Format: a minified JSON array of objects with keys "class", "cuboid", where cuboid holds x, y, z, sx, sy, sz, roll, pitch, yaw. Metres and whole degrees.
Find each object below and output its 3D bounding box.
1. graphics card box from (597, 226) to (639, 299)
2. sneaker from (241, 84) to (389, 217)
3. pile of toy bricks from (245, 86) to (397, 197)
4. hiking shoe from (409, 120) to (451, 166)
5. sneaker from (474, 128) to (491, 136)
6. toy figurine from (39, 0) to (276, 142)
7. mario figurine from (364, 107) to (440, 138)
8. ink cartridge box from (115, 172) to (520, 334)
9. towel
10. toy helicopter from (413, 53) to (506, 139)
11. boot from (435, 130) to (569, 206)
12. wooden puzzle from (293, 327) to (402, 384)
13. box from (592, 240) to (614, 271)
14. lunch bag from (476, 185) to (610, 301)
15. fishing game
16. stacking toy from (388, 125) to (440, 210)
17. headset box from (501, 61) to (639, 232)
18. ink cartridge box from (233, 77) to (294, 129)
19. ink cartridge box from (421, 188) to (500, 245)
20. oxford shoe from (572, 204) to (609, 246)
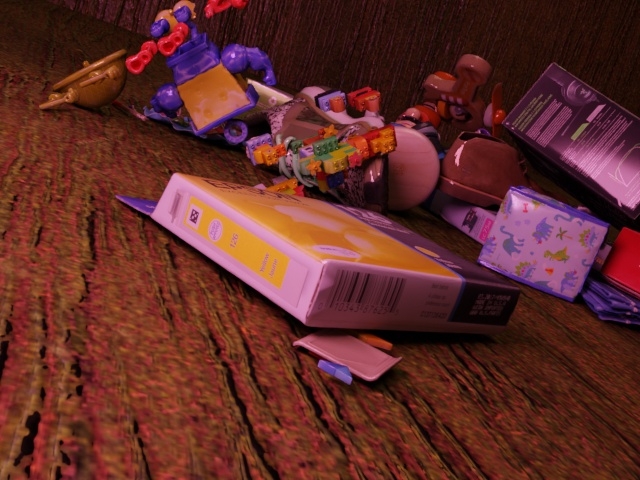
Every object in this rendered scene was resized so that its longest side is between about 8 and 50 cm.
[{"class":"graphics card box","cuboid":[0.634,0.098,1.206,0.371,0.094,0.233,18,11,-29]},{"class":"sneaker","cuboid":[-0.018,-0.126,1.242,0.182,0.158,0.410,-12,25,-15]},{"class":"pile of toy bricks","cuboid":[0.013,-0.109,0.997,0.212,0.118,0.105,-24,32,-16]},{"class":"hiking shoe","cuboid":[0.250,-0.138,1.724,0.304,0.113,0.132,25,48,-56]},{"class":"sneaker","cuboid":[0.377,-0.211,2.031,0.102,0.161,0.282,14,14,-21]},{"class":"toy figurine","cuboid":[-0.195,-0.214,1.186,0.217,0.363,0.191,58,11,-29]},{"class":"mario figurine","cuboid":[0.188,-0.268,1.928,0.198,0.170,0.320,54,27,5]},{"class":"ink cartridge box","cuboid":[0.000,0.000,0.817,0.304,0.072,0.307,7,19,-46]},{"class":"towel","cuboid":[0.531,0.118,1.254,0.336,0.040,0.243,20,12,-11]},{"class":"toy helicopter","cuboid":[0.364,-0.349,1.964,0.235,0.140,0.355,30,-11,6]},{"class":"boot","cuboid":[0.344,-0.108,1.418,0.305,0.115,0.112,13,14,-32]},{"class":"wooden puzzle","cuboid":[0.022,0.090,0.630,0.079,0.014,0.116,23,13,26]},{"class":"box","cuboid":[0.647,0.069,1.553,0.231,0.056,0.183,12,17,-33]},{"class":"lunch bag","cuboid":[0.329,0.003,1.179,0.151,0.128,0.096,26,15,23]},{"class":"fishing game","cuboid":[-0.214,-0.205,1.380,0.264,0.041,0.189,10,15,-38]},{"class":"stacking toy","cuboid":[0.136,-0.139,1.472,0.141,0.141,0.330,21,9,0]},{"class":"headset box","cuboid":[0.455,-0.136,1.317,0.283,0.131,0.246,43,8,29]},{"class":"ink cartridge box","cuboid":[-0.028,-0.219,1.568,0.255,0.097,0.189,24,10,4]},{"class":"ink cartridge box","cuboid":[0.313,-0.038,1.463,0.186,0.065,0.311,12,19,-31]},{"class":"oxford shoe","cuboid":[0.443,-0.023,1.562,0.227,0.096,0.083,6,-2,35]}]
